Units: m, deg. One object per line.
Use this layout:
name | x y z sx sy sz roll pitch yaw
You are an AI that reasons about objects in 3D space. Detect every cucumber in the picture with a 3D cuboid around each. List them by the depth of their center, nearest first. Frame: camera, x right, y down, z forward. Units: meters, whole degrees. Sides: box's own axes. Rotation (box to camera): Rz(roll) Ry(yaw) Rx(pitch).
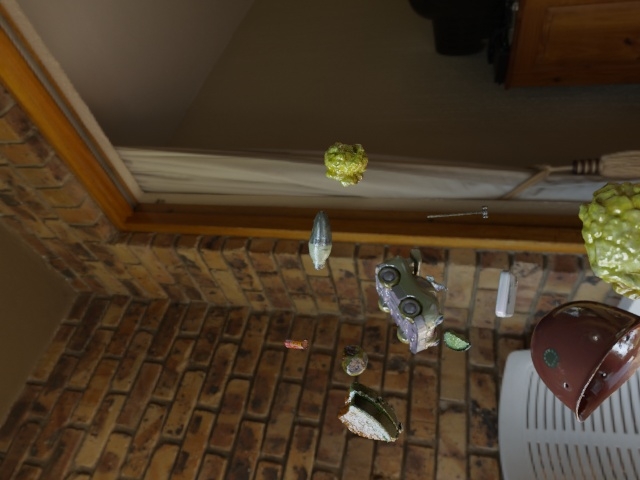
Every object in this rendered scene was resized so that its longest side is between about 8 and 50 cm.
cucumber | 0.574 0.429 1.923 0.062 0.116 0.115 -60 -18 10

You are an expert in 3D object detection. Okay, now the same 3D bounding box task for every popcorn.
popcorn | 0.680 0.017 0.986 0.225 0.174 0.286 -42 -71 -37
popcorn | 0.104 -0.319 1.860 0.197 0.198 0.155 -70 -12 -49

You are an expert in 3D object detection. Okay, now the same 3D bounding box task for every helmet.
helmet | 0.739 0.300 1.285 0.385 0.230 0.337 3 -67 -42

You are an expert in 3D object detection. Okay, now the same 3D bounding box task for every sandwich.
sandwich | 0.182 0.700 1.814 0.292 0.212 0.109 61 -148 -21

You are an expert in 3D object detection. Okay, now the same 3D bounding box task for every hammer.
hammer | 0.682 -0.133 2.263 0.029 0.292 0.058 -4 -90 -72

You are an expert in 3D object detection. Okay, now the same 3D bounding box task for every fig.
fig | 0.179 0.616 2.346 0.144 0.154 0.166 -48 -32 12

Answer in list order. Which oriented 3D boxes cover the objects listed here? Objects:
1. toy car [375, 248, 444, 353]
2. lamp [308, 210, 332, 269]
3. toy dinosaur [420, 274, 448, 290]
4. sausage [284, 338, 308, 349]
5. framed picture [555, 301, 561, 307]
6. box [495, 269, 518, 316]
toy car | 0.365 0.229 1.753 0.242 0.226 0.336 80 163 -50
lamp | 0.000 0.000 1.887 0.101 0.101 0.250 -44 -39 -69
toy dinosaur | 0.581 0.225 2.317 0.039 0.209 0.082 -41 -58 -16
sausage | -0.121 0.481 2.121 0.048 0.145 0.050 -7 -91 -46
framed picture | 0.959 0.400 1.759 0.289 0.020 0.211 -77 -11 -66
box | 0.599 0.173 1.447 0.285 0.044 0.142 18 -101 -62
